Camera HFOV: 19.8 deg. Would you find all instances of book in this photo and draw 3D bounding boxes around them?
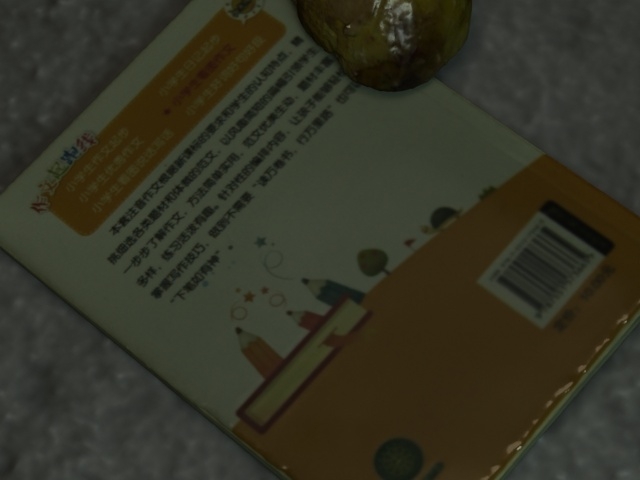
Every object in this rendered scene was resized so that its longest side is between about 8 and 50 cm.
[{"bbox_3d":[0.000,0.000,0.898,0.295,0.020,0.208,37,75,23],"label":"book"}]

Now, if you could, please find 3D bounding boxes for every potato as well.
[{"bbox_3d":[0.037,-0.134,0.920,0.096,0.066,0.103,-18,58,-10],"label":"potato"}]
